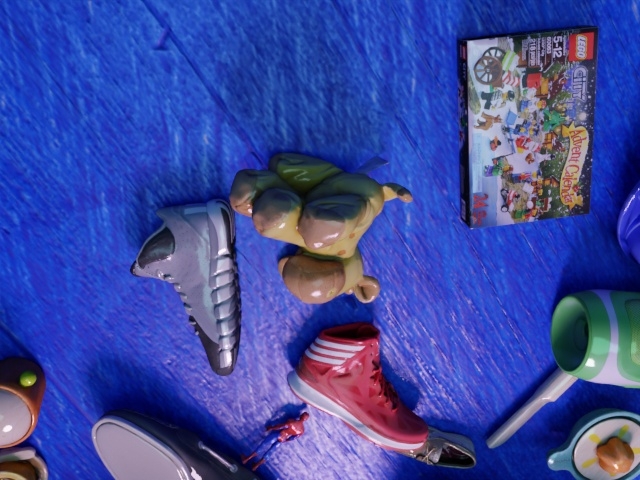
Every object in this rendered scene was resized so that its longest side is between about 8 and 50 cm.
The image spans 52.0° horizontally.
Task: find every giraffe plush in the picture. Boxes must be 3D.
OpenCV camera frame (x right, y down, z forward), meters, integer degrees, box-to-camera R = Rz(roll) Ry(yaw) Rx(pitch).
[{"bbox_3d":[0.000,0.000,0.796,0.210,0.181,0.170,-16,127,-36],"label":"giraffe plush"}]

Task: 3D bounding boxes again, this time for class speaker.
[{"bbox_3d":[0.477,0.137,0.892,0.296,0.131,0.131,5,109,-8],"label":"speaker"}]

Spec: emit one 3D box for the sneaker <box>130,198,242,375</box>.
[{"bbox_3d":[-0.171,0.061,0.831,0.132,0.086,0.229,-1,100,0],"label":"sneaker"}]

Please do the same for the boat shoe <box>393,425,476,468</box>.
[{"bbox_3d":[0.167,0.306,0.964,0.135,0.045,0.050,9,109,-9],"label":"boat shoe"}]

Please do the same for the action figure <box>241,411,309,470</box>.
[{"bbox_3d":[-0.062,0.284,0.943,0.115,0.030,0.038,-38,113,8],"label":"action figure"}]

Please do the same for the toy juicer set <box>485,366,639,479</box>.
[{"bbox_3d":[0.436,0.271,0.956,0.329,0.089,0.209,17,107,-11],"label":"toy juicer set"}]

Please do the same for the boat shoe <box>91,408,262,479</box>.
[{"bbox_3d":[-0.175,0.338,0.930,0.335,0.095,0.112,44,114,-13],"label":"boat shoe"}]

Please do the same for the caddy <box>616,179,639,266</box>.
[{"bbox_3d":[0.553,-0.035,0.816,0.341,0.179,0.241,-10,134,-2],"label":"caddy"}]

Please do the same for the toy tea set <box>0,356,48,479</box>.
[{"bbox_3d":[-0.465,0.292,0.854,0.200,0.124,0.336,5,109,-7],"label":"toy tea set"}]

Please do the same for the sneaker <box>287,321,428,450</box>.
[{"bbox_3d":[0.077,0.195,0.896,0.221,0.087,0.128,27,106,-15],"label":"sneaker"}]

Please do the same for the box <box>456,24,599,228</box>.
[{"bbox_3d":[0.254,-0.138,0.814,0.159,0.044,0.233,-7,110,-3],"label":"box"}]
